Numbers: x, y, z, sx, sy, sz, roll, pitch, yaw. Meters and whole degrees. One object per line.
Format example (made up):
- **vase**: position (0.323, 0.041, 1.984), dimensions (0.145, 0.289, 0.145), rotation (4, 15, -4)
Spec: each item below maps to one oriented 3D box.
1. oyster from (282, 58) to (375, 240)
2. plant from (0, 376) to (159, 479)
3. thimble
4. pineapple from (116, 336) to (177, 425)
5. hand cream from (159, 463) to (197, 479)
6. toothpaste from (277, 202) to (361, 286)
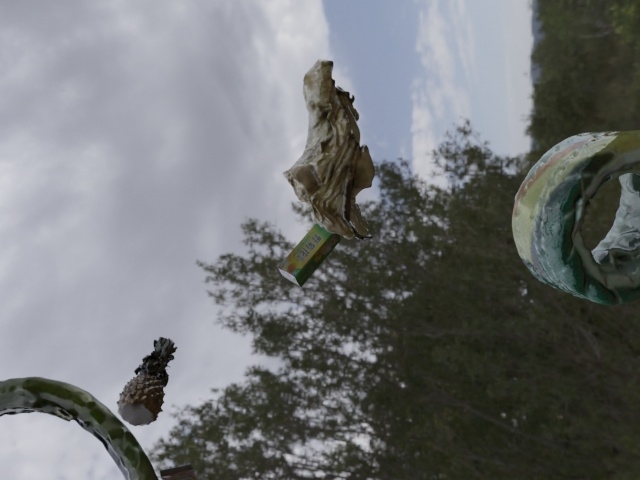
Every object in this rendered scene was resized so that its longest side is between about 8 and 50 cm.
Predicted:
- **oyster**: position (0.010, -0.085, 0.651), dimensions (0.163, 0.081, 0.191), rotation (-54, -35, -65)
- **plant**: position (-0.283, 0.151, 0.510), dimensions (0.180, 0.333, 0.251), rotation (89, 168, -62)
- **thimble**: position (0.459, -0.044, 1.046), dimensions (0.254, 0.288, 0.167), rotation (46, 179, -16)
- **pineapple**: position (-0.273, 0.222, 1.051), dimensions (0.159, 0.074, 0.074), rotation (-82, -16, -56)
- **hand cream**: position (-0.184, 0.442, 0.990), dimensions (0.067, 0.043, 0.209), rotation (8, -135, -52)
- **toothpaste**: position (0.000, 0.000, 1.136), dimensions (0.178, 0.043, 0.037), rotation (-49, -37, -18)
